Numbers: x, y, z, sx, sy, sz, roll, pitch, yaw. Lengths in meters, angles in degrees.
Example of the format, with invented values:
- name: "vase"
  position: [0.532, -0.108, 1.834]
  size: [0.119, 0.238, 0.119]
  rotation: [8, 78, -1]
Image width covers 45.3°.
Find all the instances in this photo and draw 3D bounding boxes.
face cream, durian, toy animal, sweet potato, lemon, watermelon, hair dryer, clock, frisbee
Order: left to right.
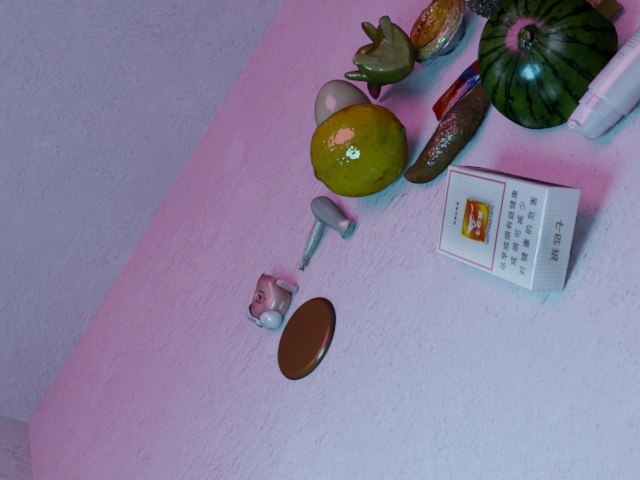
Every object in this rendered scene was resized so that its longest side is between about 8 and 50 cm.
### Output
- name: "clock"
  position: [-0.163, 0.188, 2.362]
  size: [0.166, 0.092, 0.162]
  rotation: [11, 77, 59]
- name: "frisbee"
  position: [-0.044, 0.275, 2.173]
  size: [0.251, 0.021, 0.251]
  rotation: [-38, 37, 36]
- name: "hair dryer"
  position: [0.000, 0.000, 2.322]
  size: [0.237, 0.075, 0.206]
  rotation: [-61, 35, 14]
- name: "lemon"
  position: [0.113, -0.253, 2.157]
  size: [0.310, 0.258, 0.258]
  rotation: [-28, 42, 34]
- name: "toy animal"
  position: [0.166, -0.543, 2.331]
  size: [0.181, 0.180, 0.363]
  rotation: [-65, 12, -3]
- name: "sweet potato"
  position: [0.341, -0.280, 1.991]
  size: [0.341, 0.092, 0.114]
  rotation: [-52, 13, 12]
- name: "durian"
  position: [0.474, -0.698, 2.073]
  size: [0.196, 0.196, 0.167]
  rotation: [-42, 62, 29]
- name: "watermelon"
  position: [0.473, -0.428, 1.729]
  size: [0.331, 0.189, 0.331]
  rotation: [-15, 68, 41]
- name: "face cream"
  position: [0.646, -0.354, 1.574]
  size: [0.345, 0.102, 0.102]
  rotation: [-52, 30, 15]

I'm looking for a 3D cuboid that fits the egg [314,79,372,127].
- name: "egg"
  position: [0.077, -0.375, 2.352]
  size: [0.186, 0.242, 0.186]
  rotation: [-24, 4, 2]

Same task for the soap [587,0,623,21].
- name: "soap"
  position: [0.589, -0.510, 1.828]
  size: [0.233, 0.076, 0.135]
  rotation: [-44, 33, 28]

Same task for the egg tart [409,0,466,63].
- name: "egg tart"
  position: [0.356, -0.624, 2.272]
  size: [0.234, 0.094, 0.234]
  rotation: [-42, 33, 37]

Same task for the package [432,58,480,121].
- name: "package"
  position: [0.383, -0.419, 2.122]
  size: [0.200, 0.022, 0.083]
  rotation: [-48, 31, 24]

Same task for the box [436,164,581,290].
- name: "box"
  position: [0.385, -0.037, 1.629]
  size: [0.330, 0.095, 0.210]
  rotation: [25, 111, 60]
